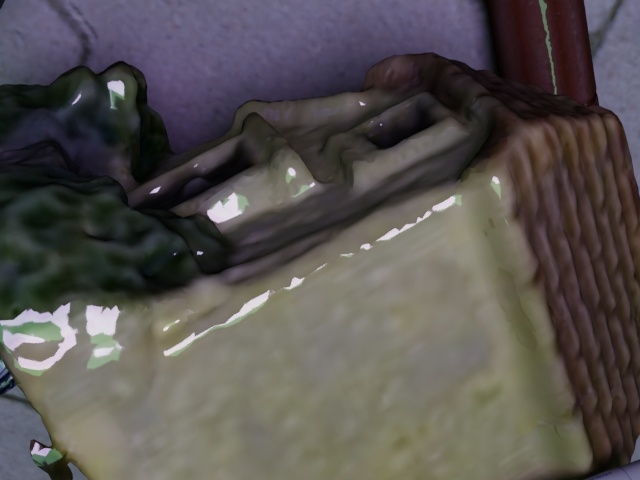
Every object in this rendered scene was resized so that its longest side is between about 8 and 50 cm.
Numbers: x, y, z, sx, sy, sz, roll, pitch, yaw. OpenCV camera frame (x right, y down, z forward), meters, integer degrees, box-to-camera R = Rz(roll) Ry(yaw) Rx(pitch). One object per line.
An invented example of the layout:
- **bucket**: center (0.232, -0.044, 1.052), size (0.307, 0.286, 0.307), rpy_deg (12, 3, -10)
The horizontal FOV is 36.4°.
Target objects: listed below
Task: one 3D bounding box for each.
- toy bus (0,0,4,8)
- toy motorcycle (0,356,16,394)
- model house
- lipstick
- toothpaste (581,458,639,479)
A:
- **toy bus**: center (-0.139, -0.228, 0.445), size (0.287, 0.138, 0.175), rpy_deg (-32, 114, 11)
- **toy motorcycle**: center (-0.280, 0.014, 0.569), size (0.254, 0.092, 0.136), rpy_deg (14, 96, -13)
- **model house**: center (0.000, 0.000, 0.480), size (0.266, 0.321, 0.261), rpy_deg (-26, 117, -4)
- **lipstick**: center (0.147, -0.039, 0.596), size (0.057, 0.057, 0.357), rpy_deg (-13, 115, 3)
- **toothpaste**: center (0.095, 0.108, 0.384), size (0.083, 0.015, 0.024), rpy_deg (-18, 109, -12)
